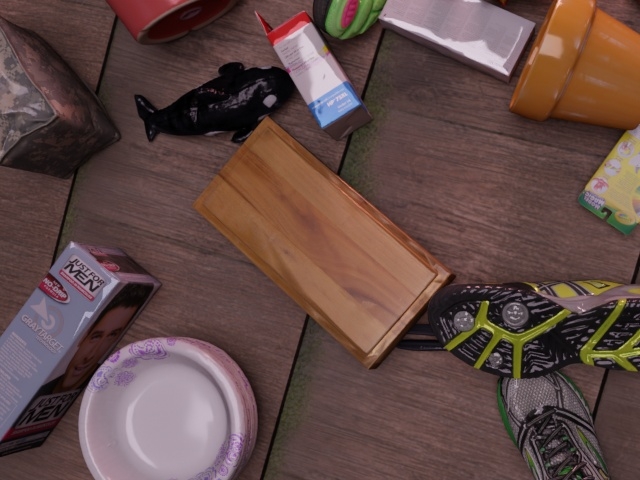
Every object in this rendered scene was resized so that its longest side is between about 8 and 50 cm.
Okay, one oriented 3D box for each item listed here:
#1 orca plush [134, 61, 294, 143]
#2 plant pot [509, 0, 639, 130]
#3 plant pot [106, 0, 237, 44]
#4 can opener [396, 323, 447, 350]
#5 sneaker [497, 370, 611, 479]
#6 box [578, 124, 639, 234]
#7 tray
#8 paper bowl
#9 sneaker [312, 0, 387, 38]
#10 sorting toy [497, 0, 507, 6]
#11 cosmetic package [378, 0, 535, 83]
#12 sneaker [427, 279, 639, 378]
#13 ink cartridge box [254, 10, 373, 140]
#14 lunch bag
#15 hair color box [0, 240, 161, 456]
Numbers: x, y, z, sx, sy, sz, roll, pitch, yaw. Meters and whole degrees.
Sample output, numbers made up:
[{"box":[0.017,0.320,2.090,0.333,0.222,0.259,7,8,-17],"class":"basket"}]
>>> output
[{"box":[-0.195,-0.251,1.577,0.287,0.102,0.151,2,76,20],"class":"orca plush"},{"box":[0.417,-0.261,1.420,0.188,0.205,0.205,22,91,5],"class":"plant pot"},{"box":[-0.271,-0.480,1.550,0.275,0.275,0.243,-26,91,9],"class":"plant pot"},{"box":[0.208,0.160,1.505,0.186,0.073,0.059,7,90,22],"class":"can opener"},{"box":[0.382,0.338,1.412,0.134,0.146,0.343,-29,81,8],"class":"sneaker"},{"box":[0.500,-0.106,1.470,0.105,0.043,0.179,37,92,11],"class":"box"},{"box":[0.000,0.000,1.531,0.411,0.076,0.203,41,95,15],"class":"tray"},{"box":[-0.244,0.301,1.539,0.284,0.148,0.284,-1,87,12],"class":"paper bowl"},{"box":[0.022,-0.561,1.547,0.202,0.185,0.482,-4,79,24],"class":"sneaker"},{"box":[0.314,-0.435,1.500,0.275,0.046,0.132,-4,57,8],"class":"sorting toy"},{"box":[0.225,-0.355,1.530,0.239,0.060,0.098,28,89,12],"class":"cosmetic package"},{"box":[0.359,0.129,1.428,0.385,0.147,0.145,5,103,8],"class":"sneaker"},{"box":[-0.010,-0.289,1.536,0.078,0.134,0.231,-31,82,9],"class":"ink cartridge box"},{"box":[-0.519,-0.266,1.585,0.169,0.235,0.287,-35,81,10],"class":"lunch bag"},{"box":[-0.451,0.185,1.569,0.114,0.185,0.374,38,94,12],"class":"hair color box"}]
